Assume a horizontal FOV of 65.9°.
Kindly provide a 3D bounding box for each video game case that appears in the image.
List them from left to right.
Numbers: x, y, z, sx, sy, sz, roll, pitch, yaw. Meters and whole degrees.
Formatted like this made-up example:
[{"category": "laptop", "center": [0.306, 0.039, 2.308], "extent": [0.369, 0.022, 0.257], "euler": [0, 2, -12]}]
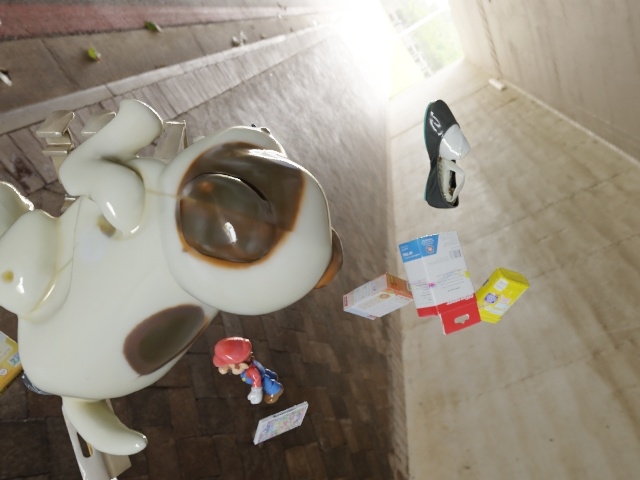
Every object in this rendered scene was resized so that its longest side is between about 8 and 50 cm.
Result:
[{"category": "video game case", "center": [-0.090, 0.416, 1.126], "extent": [0.122, 0.087, 0.011], "euler": [-11, 45, -33]}]

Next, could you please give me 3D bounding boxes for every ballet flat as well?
[{"category": "ballet flat", "center": [0.297, -0.189, 1.142], "extent": [0.096, 0.095, 0.280], "euler": [29, -35, 37]}]

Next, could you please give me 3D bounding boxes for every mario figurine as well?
[{"category": "mario figurine", "center": [-0.283, 0.474, 1.783], "extent": [0.320, 0.198, 0.170], "euler": [53, 52, -34]}]

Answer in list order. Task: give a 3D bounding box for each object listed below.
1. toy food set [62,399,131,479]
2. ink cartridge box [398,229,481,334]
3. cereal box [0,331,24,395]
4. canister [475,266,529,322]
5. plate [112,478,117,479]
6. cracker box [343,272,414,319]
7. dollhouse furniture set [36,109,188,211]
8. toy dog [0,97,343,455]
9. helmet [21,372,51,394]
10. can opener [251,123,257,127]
[{"category": "toy food set", "center": [-0.616, 0.544, 1.347], "extent": [0.306, 0.092, 0.219], "euler": [120, -52, -71]}, {"category": "ink cartridge box", "center": [0.289, 0.102, 1.190], "extent": [0.134, 0.078, 0.231], "euler": [-11, 83, -31]}, {"category": "cereal box", "center": [-0.498, 0.133, 0.571], "extent": [0.240, 0.047, 0.173], "euler": [38, 53, -7]}, {"category": "canister", "center": [0.555, 0.172, 1.550], "extent": [0.126, 0.170, 0.073], "euler": [17, 34, -20]}, {"category": "plate", "center": [-0.579, 0.759, 1.177], "extent": [0.277, 0.045, 0.278], "euler": [-16, 67, -43]}, {"category": "cracker box", "center": [0.214, 0.207, 1.797], "extent": [0.156, 0.232, 0.067], "euler": [22, 50, -34]}, {"category": "dollhouse furniture set", "center": [-0.398, -0.159, 0.991], "extent": [0.161, 0.242, 0.212], "euler": [-98, -170, -50]}, {"category": "toy dog", "center": [-0.184, 0.016, 0.582], "extent": [0.284, 0.408, 0.395], "euler": [38, 36, -50]}, {"category": "helmet", "center": [-0.809, 0.387, 1.501], "extent": [0.169, 0.161, 0.169], "euler": [33, -12, 8]}, {"category": "can opener", "center": [-0.155, -0.249, 1.401], "extent": [0.059, 0.073, 0.186], "euler": [-24, 83, -31]}]
